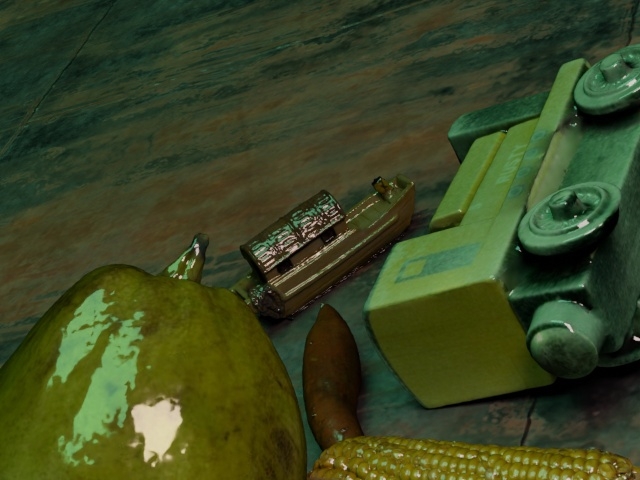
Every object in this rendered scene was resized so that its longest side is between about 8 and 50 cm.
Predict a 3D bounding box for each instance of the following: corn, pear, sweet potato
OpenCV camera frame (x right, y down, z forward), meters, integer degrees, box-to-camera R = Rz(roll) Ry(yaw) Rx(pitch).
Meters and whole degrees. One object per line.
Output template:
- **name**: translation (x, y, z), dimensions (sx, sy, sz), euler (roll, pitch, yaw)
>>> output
- **corn**: translation (0.109, 0.195, 1.169), dimensions (0.293, 0.106, 0.106), euler (-5, 35, 39)
- **pear**: translation (-0.142, 0.174, 1.196), dimensions (0.287, 0.287, 0.375), euler (14, 88, 52)
- **sweet potato**: translation (0.011, 0.136, 1.410), dimensions (0.057, 0.057, 0.264), euler (-22, 32, 12)

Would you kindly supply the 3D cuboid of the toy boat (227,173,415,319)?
- **toy boat**: translation (0.000, 0.000, 1.612), dimensions (0.226, 0.088, 0.068), euler (-35, 28, -11)

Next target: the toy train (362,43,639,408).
- **toy train**: translation (0.204, -0.020, 1.398), dimensions (0.253, 0.160, 0.397), euler (-15, 30, 35)
